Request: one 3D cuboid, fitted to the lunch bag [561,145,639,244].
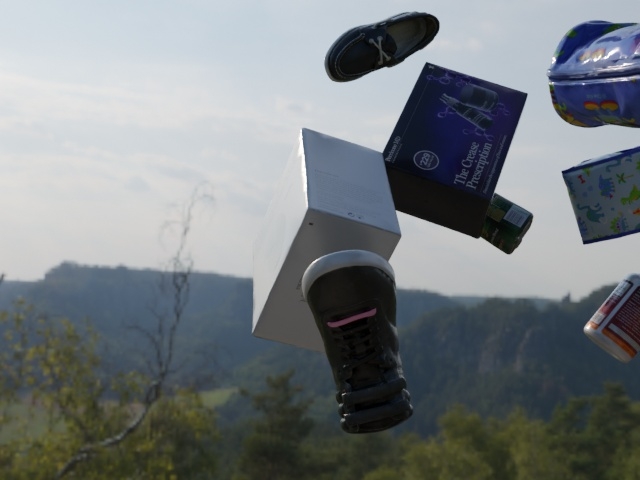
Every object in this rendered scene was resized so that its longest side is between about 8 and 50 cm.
[{"bbox_3d":[0.470,-0.074,1.395,0.096,0.128,0.151,-23,4,-42],"label":"lunch bag"}]

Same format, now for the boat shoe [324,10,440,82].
[{"bbox_3d":[0.141,-0.443,2.026,0.302,0.114,0.091,-37,28,-26],"label":"boat shoe"}]

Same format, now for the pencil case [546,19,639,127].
[{"bbox_3d":[0.324,-0.161,0.862,0.133,0.119,0.306,6,8,-12],"label":"pencil case"}]

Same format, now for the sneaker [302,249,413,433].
[{"bbox_3d":[0.052,0.127,1.021,0.105,0.146,0.295,-14,-31,1],"label":"sneaker"}]

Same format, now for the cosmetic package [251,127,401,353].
[{"bbox_3d":[0.000,0.000,1.285,0.138,0.224,0.224,15,33,-16],"label":"cosmetic package"}]

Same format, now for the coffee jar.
[{"bbox_3d":[0.299,-0.056,1.686,0.184,0.079,0.096,34,-18,16],"label":"coffee jar"}]

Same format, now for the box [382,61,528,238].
[{"bbox_3d":[0.210,-0.151,1.458,0.184,0.261,0.103,18,-38,11],"label":"box"}]

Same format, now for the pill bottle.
[{"bbox_3d":[0.486,0.107,1.395,0.086,0.152,0.086,39,1,-1],"label":"pill bottle"}]
